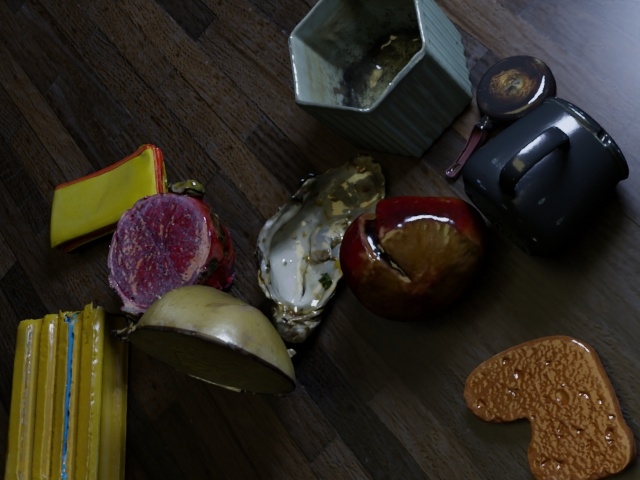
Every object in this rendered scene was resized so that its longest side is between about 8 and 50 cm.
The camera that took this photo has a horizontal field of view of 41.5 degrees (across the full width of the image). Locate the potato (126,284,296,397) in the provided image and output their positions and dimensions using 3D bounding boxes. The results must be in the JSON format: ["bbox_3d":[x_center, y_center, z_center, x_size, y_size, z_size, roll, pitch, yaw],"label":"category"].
[{"bbox_3d":[-0.141,0.141,1.246,0.299,0.239,0.116,-12,47,56],"label":"potato"}]

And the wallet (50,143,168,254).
[{"bbox_3d":[-0.386,-0.074,1.554,0.241,0.067,0.141,-20,61,20],"label":"wallet"}]

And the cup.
[{"bbox_3d":[0.283,-0.086,1.064,0.176,0.223,0.169,-41,72,4],"label":"cup"}]

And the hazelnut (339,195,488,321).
[{"bbox_3d":[0.133,0.016,1.162,0.204,0.178,0.178,-34,61,19],"label":"hazelnut"}]

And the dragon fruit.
[{"bbox_3d":[-0.244,0.038,1.397,0.211,0.147,0.282,22,91,24],"label":"dragon fruit"}]

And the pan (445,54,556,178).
[{"bbox_3d":[0.246,-0.179,1.217,0.212,0.040,0.115,-50,52,8],"label":"pan"}]

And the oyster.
[{"bbox_3d":[0.004,0.004,1.290,0.166,0.094,0.294,43,90,12],"label":"oyster"}]

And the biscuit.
[{"bbox_3d":[0.286,0.223,1.075,0.186,0.036,0.192,-29,63,24],"label":"biscuit"}]

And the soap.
[{"bbox_3d":[-0.431,0.282,1.449,0.204,0.096,0.324,-11,70,27],"label":"soap"}]

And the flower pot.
[{"bbox_3d":[0.090,-0.253,1.243,0.239,0.190,0.209,-47,57,10],"label":"flower pot"}]
